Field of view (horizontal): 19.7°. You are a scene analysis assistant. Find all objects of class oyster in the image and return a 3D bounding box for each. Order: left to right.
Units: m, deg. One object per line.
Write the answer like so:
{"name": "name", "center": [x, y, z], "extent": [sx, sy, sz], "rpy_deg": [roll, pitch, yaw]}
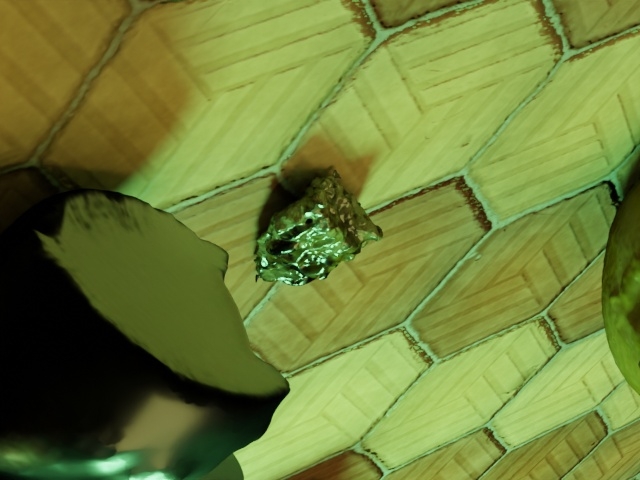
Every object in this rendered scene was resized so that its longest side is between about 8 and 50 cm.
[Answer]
{"name": "oyster", "center": [-0.002, -0.003, 1.531], "extent": [0.105, 0.056, 0.177], "rpy_deg": [-18, 156, -15]}

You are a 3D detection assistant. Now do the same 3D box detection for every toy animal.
{"name": "toy animal", "center": [-0.199, 0.129, 1.321], "extent": [0.310, 0.251, 0.251], "rpy_deg": [-49, 151, 24]}

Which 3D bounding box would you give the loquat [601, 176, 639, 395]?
{"name": "loquat", "center": [0.434, 0.043, 1.828], "extent": [0.328, 0.328, 0.328], "rpy_deg": [-27, 154, -14]}

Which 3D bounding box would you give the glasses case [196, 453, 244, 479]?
{"name": "glasses case", "center": [-0.140, 0.215, 1.728], "extent": [0.045, 0.067, 0.178], "rpy_deg": [-48, 151, 24]}
